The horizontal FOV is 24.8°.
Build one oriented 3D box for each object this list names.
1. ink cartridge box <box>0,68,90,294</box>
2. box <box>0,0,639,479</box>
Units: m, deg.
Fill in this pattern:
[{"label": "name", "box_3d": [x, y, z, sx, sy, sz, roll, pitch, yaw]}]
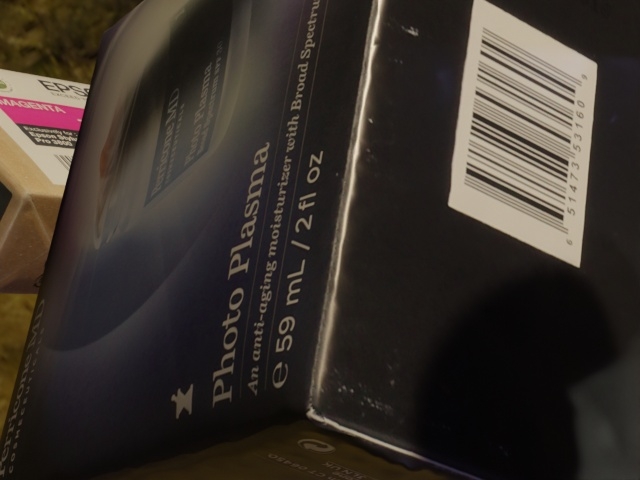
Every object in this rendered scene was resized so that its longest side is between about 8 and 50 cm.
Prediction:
[{"label": "ink cartridge box", "box_3d": [-0.189, -0.044, 1.086, 0.193, 0.235, 0.088, 43, 115, 34]}, {"label": "box", "box_3d": [0.000, 0.000, 0.708, 0.294, 0.183, 0.296, -26, 48, 51]}]
